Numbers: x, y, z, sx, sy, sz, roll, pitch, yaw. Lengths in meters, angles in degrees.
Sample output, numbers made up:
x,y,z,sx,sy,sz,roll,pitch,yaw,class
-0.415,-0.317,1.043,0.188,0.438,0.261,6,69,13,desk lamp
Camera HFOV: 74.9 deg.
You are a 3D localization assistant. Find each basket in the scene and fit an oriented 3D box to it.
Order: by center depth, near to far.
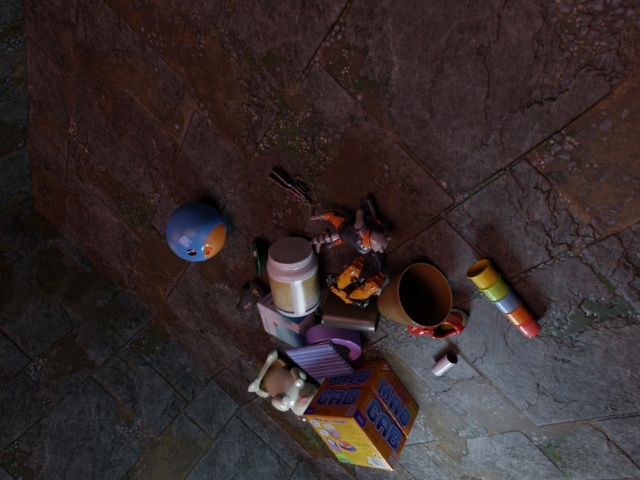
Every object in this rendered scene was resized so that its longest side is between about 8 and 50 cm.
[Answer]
x,y,z,sx,sy,sz,roll,pitch,yaw,class
0.146,0.321,1.862,0.227,0.204,0.154,10,118,19,basket

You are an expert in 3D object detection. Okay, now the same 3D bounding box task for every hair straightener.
x,y,z,sx,sy,sz,roll,pitch,yaw,class
-0.105,-0.224,1.695,0.230,0.047,0.089,40,138,2,hair straightener

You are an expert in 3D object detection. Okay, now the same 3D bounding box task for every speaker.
x,y,z,sx,sy,sz,roll,pitch,yaw,class
0.542,0.540,1.826,0.055,0.055,0.136,35,137,9,speaker

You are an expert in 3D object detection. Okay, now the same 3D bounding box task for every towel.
x,y,z,sx,sy,sz,roll,pitch,yaw,class
0.007,0.590,2.053,0.243,0.040,0.336,-15,135,21,towel

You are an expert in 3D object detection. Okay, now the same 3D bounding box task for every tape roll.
x,y,z,sx,sy,sz,roll,pitch,yaw,class
0.060,0.508,2.044,0.275,0.090,0.275,1,140,1,tape roll

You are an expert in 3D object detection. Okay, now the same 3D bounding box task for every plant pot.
x,y,z,sx,sy,sz,roll,pitch,yaw,class
0.333,0.228,1.626,0.237,0.237,0.254,47,152,-5,plant pot

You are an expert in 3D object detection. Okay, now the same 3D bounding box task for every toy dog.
x,y,z,sx,sy,sz,roll,pitch,yaw,class
-0.186,0.918,2.527,0.408,0.284,0.395,28,149,16,toy dog

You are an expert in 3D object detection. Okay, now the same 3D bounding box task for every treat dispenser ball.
x,y,z,sx,sy,sz,roll,pitch,yaw,class
-0.606,-0.042,2.041,0.288,0.288,0.288,20,133,23,treat dispenser ball

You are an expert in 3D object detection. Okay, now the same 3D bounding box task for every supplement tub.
x,y,z,sx,sy,sz,roll,pitch,yaw,class
-0.119,0.164,1.887,0.228,0.228,0.316,17,132,26,supplement tub

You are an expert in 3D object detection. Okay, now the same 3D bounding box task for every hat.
x,y,z,sx,sy,sz,roll,pitch,yaw,class
-0.229,0.078,2.055,0.208,0.184,0.173,-121,27,-53,hat

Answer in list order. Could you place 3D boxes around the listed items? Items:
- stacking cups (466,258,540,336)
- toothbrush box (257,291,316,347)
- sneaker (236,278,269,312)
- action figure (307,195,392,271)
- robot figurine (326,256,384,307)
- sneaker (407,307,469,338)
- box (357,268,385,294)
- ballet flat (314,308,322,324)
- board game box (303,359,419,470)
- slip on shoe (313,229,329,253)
x,y,z,sx,sy,sz,roll,pitch,yaw,class
0.648,0.203,1.458,0.316,0.096,0.096,45,138,-10,stacking cups
-0.170,0.418,2.187,0.295,0.126,0.216,21,135,35,toothbrush box
-0.395,0.302,2.318,0.130,0.109,0.286,51,129,0,sneaker
0.129,0.008,1.620,0.330,0.178,0.341,7,127,44,action figure
0.138,0.175,1.700,0.211,0.085,0.291,40,152,-1,robot figurine
0.455,0.344,1.683,0.279,0.118,0.107,-25,106,46,sneaker
0.190,0.167,1.787,0.169,0.054,0.059,23,134,22,box
-0.002,0.411,2.134,0.057,0.049,0.173,-16,112,43,ballet flat
0.210,0.867,2.118,0.356,0.356,0.356,-20,110,45,board game box
0.000,0.000,1.802,0.041,0.051,0.135,41,146,20,slip on shoe
